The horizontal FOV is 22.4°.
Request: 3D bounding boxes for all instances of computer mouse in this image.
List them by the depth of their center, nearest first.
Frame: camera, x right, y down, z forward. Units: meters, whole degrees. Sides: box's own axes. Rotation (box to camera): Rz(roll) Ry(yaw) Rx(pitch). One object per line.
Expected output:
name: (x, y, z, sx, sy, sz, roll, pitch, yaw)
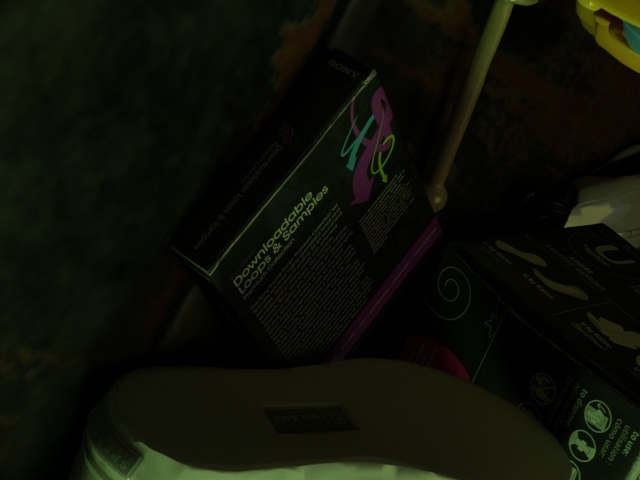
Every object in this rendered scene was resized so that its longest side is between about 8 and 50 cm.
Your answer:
computer mouse: (0.172, -0.010, 1.003, 0.193, 0.042, 0.106, -27, 139, -45)

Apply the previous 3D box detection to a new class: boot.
boot: (-0.009, 0.128, 0.754, 0.258, 0.095, 0.123, 8, 123, -33)

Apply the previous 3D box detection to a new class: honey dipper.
honey dipper: (0.076, -0.082, 0.790, 0.030, 0.030, 0.160, -18, 136, -51)

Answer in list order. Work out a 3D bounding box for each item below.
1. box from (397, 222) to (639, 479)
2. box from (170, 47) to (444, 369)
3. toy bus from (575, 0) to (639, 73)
box: (0.126, 0.137, 0.907, 0.142, 0.163, 0.247, -9, 130, -43)
box: (0.000, 0.000, 0.746, 0.116, 0.029, 0.162, -51, 153, -13)
toy bus: (0.179, -0.151, 0.722, 0.211, 0.149, 0.220, -38, 150, -54)
